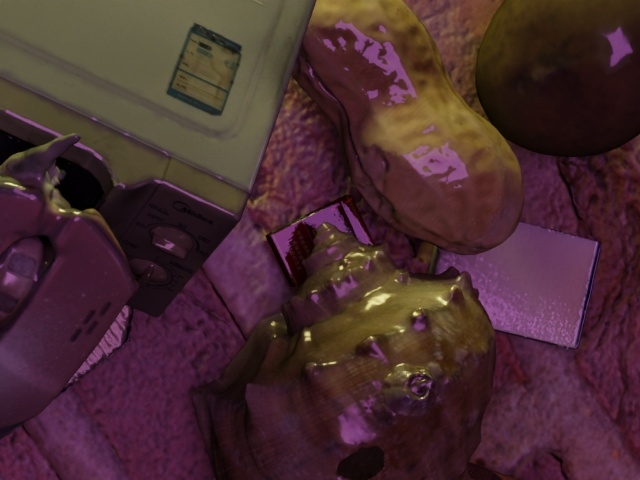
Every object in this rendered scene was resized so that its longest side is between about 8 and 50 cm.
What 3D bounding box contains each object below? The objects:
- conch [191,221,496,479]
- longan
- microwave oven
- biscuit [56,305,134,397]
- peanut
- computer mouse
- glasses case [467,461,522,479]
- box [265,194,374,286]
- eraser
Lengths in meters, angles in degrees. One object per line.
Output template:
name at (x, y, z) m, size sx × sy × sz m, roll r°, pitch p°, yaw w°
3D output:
conch at (0.024, 0.145, 1.224) m, size 0.263 × 0.186 × 0.324 m, roll -19°, pitch 66°, yaw 10°
longan at (0.223, -0.157, 1.302) m, size 0.187 × 0.167 × 0.167 m, roll -32°, pitch 97°, yaw 7°
microwave oven at (-0.217, -0.142, 1.140) m, size 0.355 × 0.218 × 0.286 m, roll 24°, pitch 57°, yaw -13°
biscuit at (-0.250, 0.063, 1.244) m, size 0.250 × 0.046 × 0.147 m, roll -37°, pitch 97°, yaw -10°
peanut at (0.061, -0.110, 1.272) m, size 0.130 × 0.130 × 0.290 m, roll -34°, pitch 90°, yaw -11°
computer mouse at (-0.246, 0.056, 1.053) m, size 0.199 × 0.389 × 0.115 m, roll 23°, pitch 49°, yaw -24°
glasses case at (0.156, 0.241, 1.343) m, size 0.170 × 0.041 × 0.064 m, roll 20°, pitch 74°, yaw -12°
box at (0.000, 0.000, 1.316) m, size 0.082 × 0.023 × 0.051 m, roll -27°, pitch 97°, yaw -12°
eraser at (0.171, 0.033, 1.356) m, size 0.150 × 0.023 × 0.104 m, roll 14°, pitch 86°, yaw -13°
